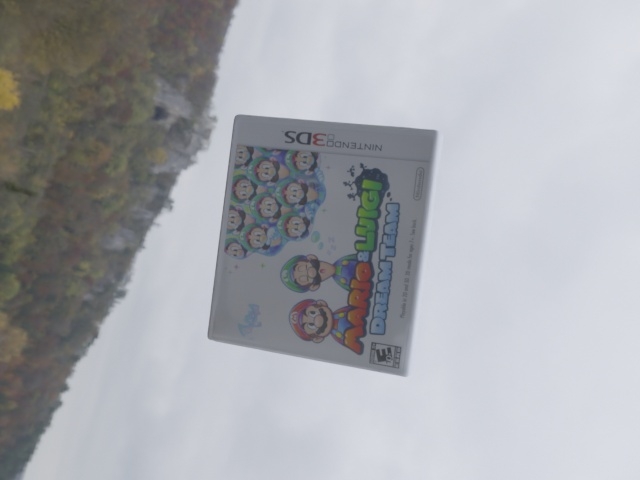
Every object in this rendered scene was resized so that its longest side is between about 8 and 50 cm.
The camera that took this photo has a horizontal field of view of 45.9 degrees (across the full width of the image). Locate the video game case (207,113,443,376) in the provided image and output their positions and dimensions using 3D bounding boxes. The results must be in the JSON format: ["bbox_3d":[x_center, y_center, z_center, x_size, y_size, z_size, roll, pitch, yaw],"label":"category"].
[{"bbox_3d":[0.000,0.000,0.498,0.019,0.143,0.157,3,95,-71],"label":"video game case"}]
